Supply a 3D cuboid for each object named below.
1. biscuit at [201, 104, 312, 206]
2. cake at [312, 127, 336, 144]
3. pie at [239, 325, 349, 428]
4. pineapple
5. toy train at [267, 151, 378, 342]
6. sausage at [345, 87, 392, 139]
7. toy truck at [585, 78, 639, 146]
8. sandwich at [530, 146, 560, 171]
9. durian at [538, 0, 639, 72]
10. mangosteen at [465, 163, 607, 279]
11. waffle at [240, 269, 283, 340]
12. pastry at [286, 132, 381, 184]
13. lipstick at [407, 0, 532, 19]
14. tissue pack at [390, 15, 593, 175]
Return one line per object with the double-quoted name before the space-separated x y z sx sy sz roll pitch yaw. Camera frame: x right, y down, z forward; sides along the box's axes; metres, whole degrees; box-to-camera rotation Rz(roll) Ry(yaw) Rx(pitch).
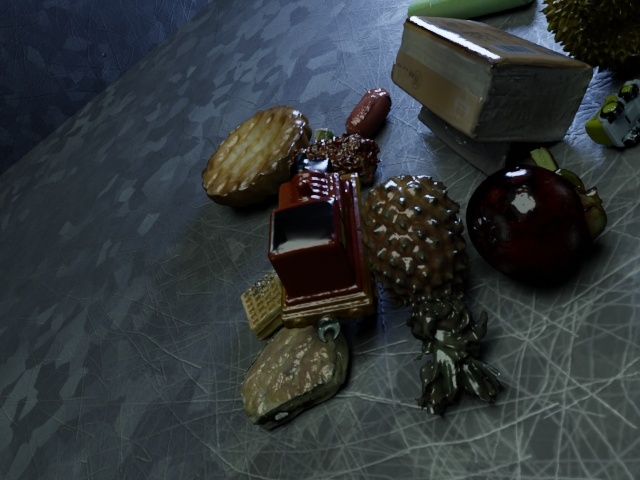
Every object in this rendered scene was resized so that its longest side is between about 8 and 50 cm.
"biscuit" -0.159 -0.210 1.348 0.326 0.107 0.325 -21 43 21
"cake" 0.000 -0.200 1.270 0.051 0.055 0.139 6 78 41
"pie" -0.050 0.221 0.929 0.218 0.052 0.185 -31 43 16
"pineapple" 0.159 0.075 0.796 0.175 0.175 0.360 -19 67 27
"toy train" 0.000 0.000 0.917 0.163 0.231 0.369 -11 47 10
"sausage" 0.112 -0.291 1.217 0.141 0.076 0.076 -51 41 -11
"toy truck" 0.485 -0.207 0.848 0.111 0.076 0.077 -49 21 -7
"sandwich" 0.383 -0.118 0.874 0.031 0.083 0.044 -27 -1 27
"durian" 0.523 -0.432 0.879 0.293 0.258 0.258 -26 43 13
"mangosteen" 0.319 -0.033 0.770 0.200 0.200 0.199 -22 45 24
"waffle" -0.104 0.124 1.042 0.102 0.042 0.148 -41 27 3
"pastry" 0.028 -0.166 1.159 0.209 0.097 0.115 -10 59 31
"lipstick" 0.355 -0.575 1.259 0.304 0.076 0.076 7 61 42
"tissue pack" 0.290 -0.273 0.984 0.239 0.238 0.305 -39 40 6
